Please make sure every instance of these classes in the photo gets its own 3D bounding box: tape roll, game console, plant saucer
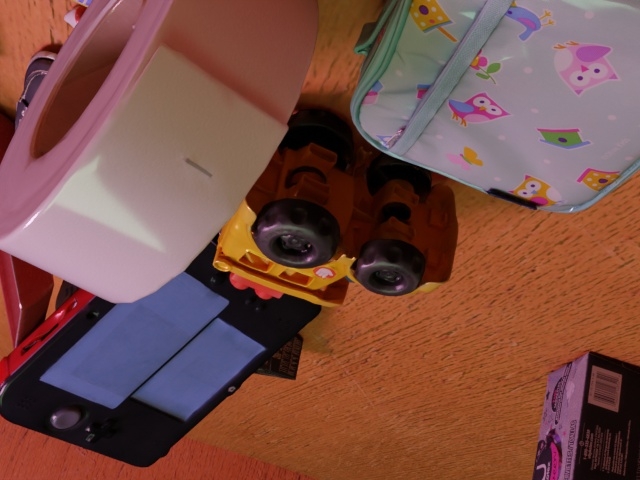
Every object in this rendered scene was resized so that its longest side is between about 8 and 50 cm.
[{"bbox_3d":[-0.127,-0.101,0.593,0.100,0.286,0.286,32,151,-30],"label":"tape roll"},{"bbox_3d":[-0.216,0.151,1.144,0.342,0.386,0.060,43,-173,-45],"label":"game console"},{"bbox_3d":[-0.389,-0.008,1.045,0.047,0.259,0.258,-9,165,-24],"label":"plant saucer"}]

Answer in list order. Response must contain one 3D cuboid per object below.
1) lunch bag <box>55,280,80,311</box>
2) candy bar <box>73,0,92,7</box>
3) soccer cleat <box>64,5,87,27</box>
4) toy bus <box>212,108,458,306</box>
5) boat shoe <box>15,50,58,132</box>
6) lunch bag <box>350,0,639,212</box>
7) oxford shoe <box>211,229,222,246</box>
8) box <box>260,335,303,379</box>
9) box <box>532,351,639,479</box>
[{"bbox_3d":[-0.274,0.091,1.214,0.090,0.176,0.219,-4,148,38],"label":"lunch bag"},{"bbox_3d":[-0.221,-0.223,0.713,0.161,0.018,0.040,21,155,-12],"label":"candy bar"},{"bbox_3d":[-0.206,-0.187,0.769,0.035,0.029,0.083,7,152,39],"label":"soccer cleat"},{"bbox_3d":[0.000,0.000,0.837,0.220,0.150,0.211,21,140,-14],"label":"toy bus"},{"bbox_3d":[-0.296,-0.131,0.893,0.075,0.065,0.206,23,154,-13],"label":"boat shoe"},{"bbox_3d":[0.142,-0.129,0.578,0.224,0.108,0.279,18,155,-5],"label":"lunch bag"},{"bbox_3d":[-0.068,-0.019,0.948,0.271,0.098,0.097,15,155,4],"label":"oxford shoe"},{"bbox_3d":[-0.132,0.179,1.388,0.147,0.078,0.180,5,166,23],"label":"box"},{"bbox_3d":[0.406,0.312,1.172,0.163,0.247,0.142,18,154,-3],"label":"box"}]
